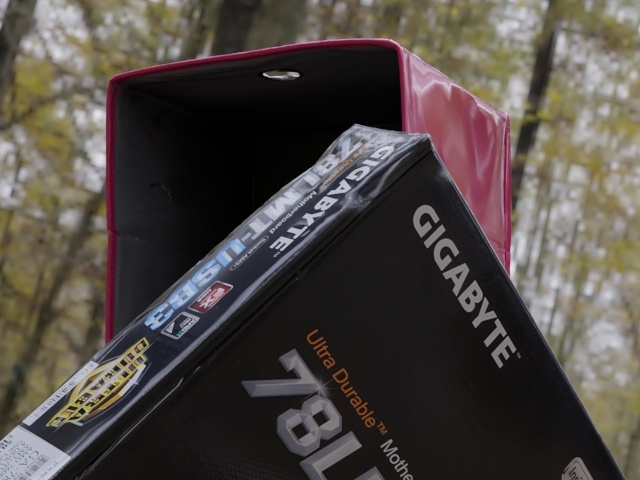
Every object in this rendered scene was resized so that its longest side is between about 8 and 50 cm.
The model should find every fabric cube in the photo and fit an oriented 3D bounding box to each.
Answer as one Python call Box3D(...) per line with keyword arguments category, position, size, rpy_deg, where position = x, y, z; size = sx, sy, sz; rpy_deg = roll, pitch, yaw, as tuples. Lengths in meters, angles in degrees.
Box3D(category="fabric cube", position=(0.000, 0.000, 1.327), size=(0.254, 0.259, 0.258), rpy_deg=(-4, -9, 25))

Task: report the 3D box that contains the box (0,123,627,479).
Box3D(category="box", position=(0.000, 0.149, 0.760), size=(0.073, 0.293, 0.295), rpy_deg=(19, -35, 56))
